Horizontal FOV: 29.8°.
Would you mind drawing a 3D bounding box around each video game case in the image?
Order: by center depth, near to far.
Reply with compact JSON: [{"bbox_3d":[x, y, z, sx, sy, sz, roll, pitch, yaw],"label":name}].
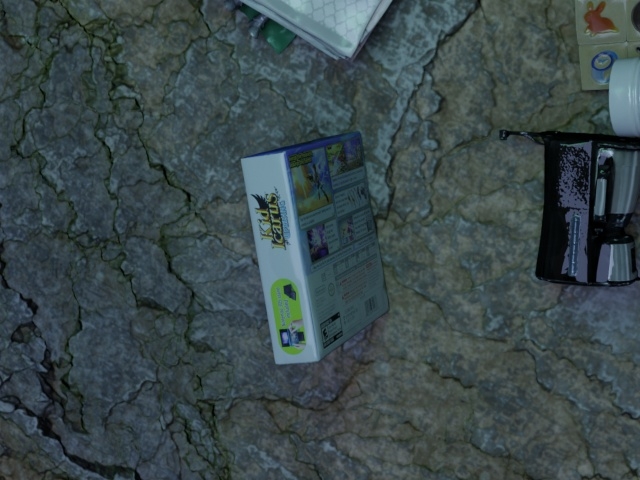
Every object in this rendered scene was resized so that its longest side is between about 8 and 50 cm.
[{"bbox_3d":[0.000,0.000,1.475,0.061,0.269,0.244,-6,97,22],"label":"video game case"}]

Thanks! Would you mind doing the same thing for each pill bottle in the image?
[{"bbox_3d":[0.444,-0.163,1.346,0.221,0.124,0.124,0,100,28],"label":"pill bottle"}]

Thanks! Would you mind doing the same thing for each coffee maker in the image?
[{"bbox_3d":[0.308,-0.041,1.461,0.171,0.120,0.178,12,103,42],"label":"coffee maker"}]

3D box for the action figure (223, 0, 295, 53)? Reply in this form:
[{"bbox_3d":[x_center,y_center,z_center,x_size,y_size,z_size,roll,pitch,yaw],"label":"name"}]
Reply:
[{"bbox_3d":[-0.016,-0.353,1.520,0.232,0.063,0.137,-37,111,21],"label":"action figure"}]

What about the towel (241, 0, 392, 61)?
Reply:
[{"bbox_3d":[-0.021,-0.424,1.436,0.332,0.053,0.317,29,104,-7],"label":"towel"}]

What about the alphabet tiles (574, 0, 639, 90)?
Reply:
[{"bbox_3d":[0.435,-0.290,1.375,0.285,0.011,0.342,-1,113,19],"label":"alphabet tiles"}]
